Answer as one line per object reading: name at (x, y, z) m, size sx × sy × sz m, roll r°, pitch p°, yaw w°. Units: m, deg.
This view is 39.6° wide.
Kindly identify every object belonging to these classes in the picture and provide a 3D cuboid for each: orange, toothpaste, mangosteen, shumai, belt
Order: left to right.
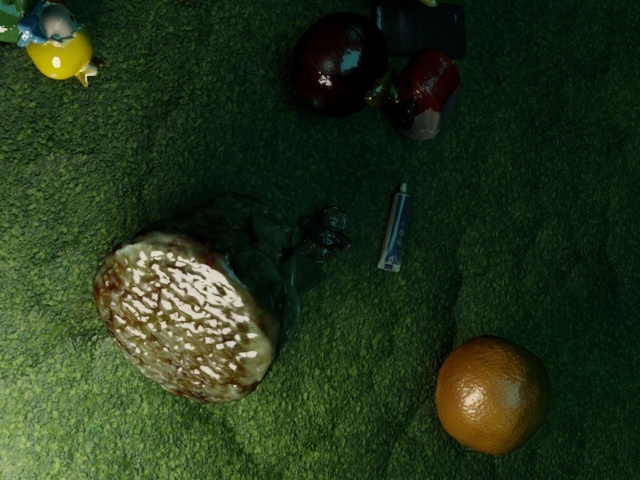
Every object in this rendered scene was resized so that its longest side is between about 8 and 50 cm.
shumai at (-0.186, 0.056, 1.610) m, size 0.395 × 0.395 × 0.348 m, roll 49°, pitch 44°, yaw -21°
mangosteen at (0.049, -0.336, 1.758) m, size 0.216 × 0.216 × 0.216 m, roll -1°, pitch 91°, yaw -30°
toothpaste at (0.165, -0.030, 1.938) m, size 0.057 × 0.035 × 0.197 m, roll 12°, pitch 88°, yaw -24°
belt at (0.211, -0.298, 1.875) m, size 0.128 × 0.201 × 0.124 m, roll 30°, pitch 68°, yaw 14°
orange at (0.377, 0.342, 1.957) m, size 0.264 × 0.264 × 0.264 m, roll -1°, pitch 91°, yaw -30°

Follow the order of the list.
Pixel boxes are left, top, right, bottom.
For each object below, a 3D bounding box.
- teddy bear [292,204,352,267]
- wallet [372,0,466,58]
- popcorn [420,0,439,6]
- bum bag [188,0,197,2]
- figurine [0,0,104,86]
teddy bear at (-0.001, 0.004, 1.824) m, size 0.119 × 0.078 × 0.160 m, roll 33°, pitch 80°, yaw 9°
wallet at (0.223, -0.466, 1.966) m, size 0.244 × 0.025 × 0.124 m, roll -4°, pitch 93°, yaw -30°
popcorn at (0.204, -0.594, 1.846) m, size 0.256 × 0.255 × 0.195 m, roll -18°, pitch 120°, yaw -2°
bum bag at (-0.174, -0.551, 1.713) m, size 0.326 × 0.079 × 0.142 m, roll -24°, pitch 95°, yaw -24°
figurine at (-0.469, -0.385, 1.528) m, size 0.234 × 0.127 × 0.185 m, roll 24°, pitch 72°, yaw -18°
